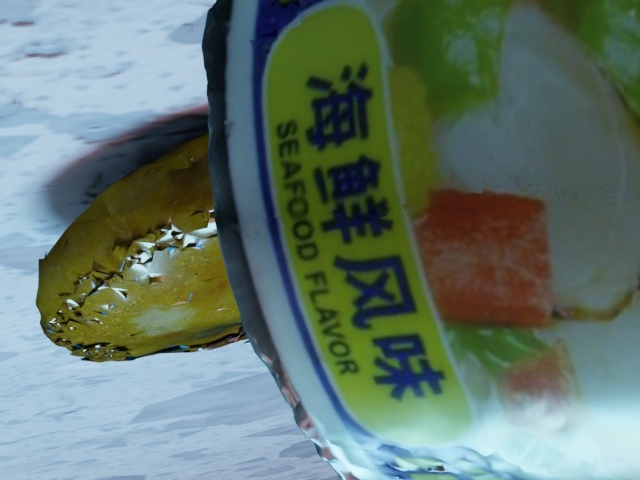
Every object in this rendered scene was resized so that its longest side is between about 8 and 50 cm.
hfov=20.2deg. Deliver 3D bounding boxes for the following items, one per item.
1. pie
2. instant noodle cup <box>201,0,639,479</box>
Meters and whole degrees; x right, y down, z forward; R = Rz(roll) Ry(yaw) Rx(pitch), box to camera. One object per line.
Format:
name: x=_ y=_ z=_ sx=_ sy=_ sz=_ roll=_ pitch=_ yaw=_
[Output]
pie: x=0.001 y=-0.001 z=0.834 sx=0.273 sy=0.069 sz=0.273 roll=-10 pitch=166 yaw=-2
instant noodle cup: x=0.151 y=-0.039 z=0.477 sx=0.312 sy=0.284 sz=0.284 roll=-11 pitch=168 yaw=27
